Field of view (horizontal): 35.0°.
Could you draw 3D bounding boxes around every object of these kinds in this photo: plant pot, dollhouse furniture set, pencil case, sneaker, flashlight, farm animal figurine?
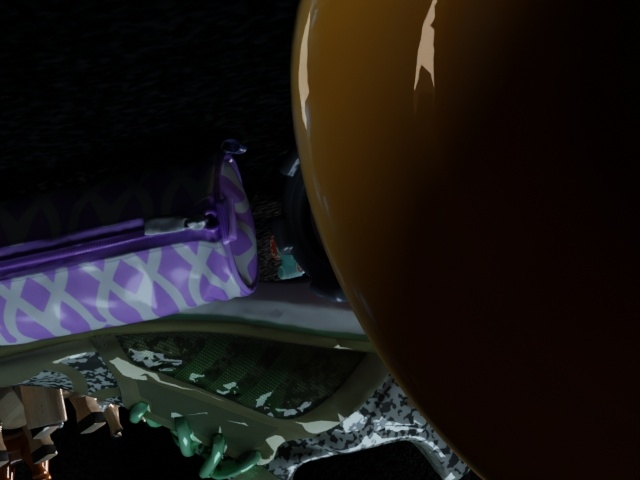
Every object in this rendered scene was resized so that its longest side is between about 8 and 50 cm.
[{"bbox_3d":[0.124,-0.036,0.324,0.188,0.205,0.205,-26,179,-26],"label":"plant pot"},{"bbox_3d":[-0.179,0.092,0.939,0.144,0.123,0.151,-19,170,42],"label":"dollhouse furniture set"},{"bbox_3d":[-0.132,0.010,0.557,0.206,0.086,0.088,-13,-175,6],"label":"pencil case"},{"bbox_3d":[-0.062,0.114,0.714,0.411,0.182,0.158,-3,178,-4],"label":"sneaker"},{"bbox_3d":[0.101,-0.026,0.664,0.103,0.103,0.304,14,-167,38],"label":"flashlight"},{"bbox_3d":[-0.395,0.183,1.178,0.327,0.172,0.330,-27,160,15],"label":"farm animal figurine"}]

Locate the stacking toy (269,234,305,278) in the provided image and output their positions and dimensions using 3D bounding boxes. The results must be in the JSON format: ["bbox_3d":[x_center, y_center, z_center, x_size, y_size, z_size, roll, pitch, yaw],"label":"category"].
[{"bbox_3d":[0.000,0.000,0.854,0.167,0.052,0.221,-3,170,-42],"label":"stacking toy"}]
